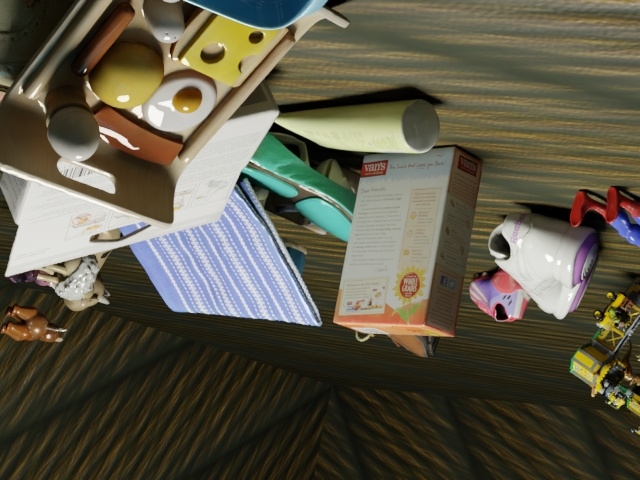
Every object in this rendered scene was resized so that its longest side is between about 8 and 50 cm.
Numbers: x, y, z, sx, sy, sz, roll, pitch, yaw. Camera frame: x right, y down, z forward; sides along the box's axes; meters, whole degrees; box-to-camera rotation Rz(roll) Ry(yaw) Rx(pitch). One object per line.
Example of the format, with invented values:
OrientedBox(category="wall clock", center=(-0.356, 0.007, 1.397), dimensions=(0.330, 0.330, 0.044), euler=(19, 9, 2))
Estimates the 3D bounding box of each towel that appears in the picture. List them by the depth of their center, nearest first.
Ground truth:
OrientedBox(category="towel", center=(-0.164, 0.017, 1.787), dimensions=(0.336, 0.040, 0.243), euler=(2, 129, 48))

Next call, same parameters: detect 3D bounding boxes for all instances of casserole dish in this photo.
OrientedBox(category="casserole dish", center=(-0.074, -0.245, 1.076), dimensions=(0.188, 0.037, 0.114), euler=(18, 135, -30))

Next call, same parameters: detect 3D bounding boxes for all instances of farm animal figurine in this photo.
OrientedBox(category="farm animal figurine", center=(-0.446, 0.031, 2.322), dimensions=(0.172, 0.330, 0.327), euler=(19, 137, -22))

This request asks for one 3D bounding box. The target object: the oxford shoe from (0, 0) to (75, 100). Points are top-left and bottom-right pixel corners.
OrientedBox(category="oxford shoe", center=(-0.319, -0.230, 1.234), dimensions=(0.397, 0.140, 0.146), euler=(5, 149, -14))

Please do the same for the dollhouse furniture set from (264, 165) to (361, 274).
OrientedBox(category="dollhouse furniture set", center=(0.000, 0.000, 1.834), dimensions=(0.129, 0.183, 0.129), euler=(-1, 163, 45))

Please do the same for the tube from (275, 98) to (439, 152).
OrientedBox(category="tube", center=(0.038, -0.135, 1.519), dimensions=(0.240, 0.062, 0.070), euler=(3, 122, 52))

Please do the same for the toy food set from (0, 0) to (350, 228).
OrientedBox(category="toy food set", center=(-0.144, -0.149, 1.223), dimensions=(0.220, 0.092, 0.306), euler=(21, 125, -39))

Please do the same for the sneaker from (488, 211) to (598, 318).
OrientedBox(category="sneaker", center=(0.328, 0.023, 1.885), dimensions=(0.152, 0.114, 0.305), euler=(23, 166, 15))

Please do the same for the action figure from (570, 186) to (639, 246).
OrientedBox(category="action figure", center=(0.449, 0.034, 1.711), dimensions=(0.280, 0.139, 0.091), euler=(18, 168, -35))

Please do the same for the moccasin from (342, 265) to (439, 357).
OrientedBox(category="moccasin", center=(0.135, 0.124, 2.365), dimensions=(0.147, 0.139, 0.380), euler=(7, 167, 23))

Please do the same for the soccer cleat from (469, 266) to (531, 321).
OrientedBox(category="soccer cleat", center=(0.308, 0.104, 2.220), dimensions=(0.083, 0.095, 0.248), euler=(13, 167, -6))

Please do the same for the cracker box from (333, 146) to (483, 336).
OrientedBox(category="cracker box", center=(0.112, 0.003, 1.633), dimensions=(0.156, 0.232, 0.067), euler=(-1, 163, 45))

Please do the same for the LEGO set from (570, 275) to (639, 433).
OrientedBox(category="LEGO set", center=(0.582, 0.210, 2.071), dimensions=(0.192, 0.255, 0.331), euler=(37, 176, 44))

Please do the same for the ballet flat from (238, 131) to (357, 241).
OrientedBox(category="ballet flat", center=(-0.018, -0.083, 1.692), dimensions=(0.247, 0.087, 0.083), euler=(30, 159, -29))

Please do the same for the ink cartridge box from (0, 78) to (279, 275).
OrientedBox(category="ink cartridge box", center=(-0.222, -0.077, 1.488), dimensions=(0.296, 0.066, 0.261), euler=(-16, 160, -29))

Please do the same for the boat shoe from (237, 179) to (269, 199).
OrientedBox(category="boat shoe", center=(-0.140, -0.086, 1.909), dimensions=(0.135, 0.050, 0.045), euler=(-3, 160, 18))
